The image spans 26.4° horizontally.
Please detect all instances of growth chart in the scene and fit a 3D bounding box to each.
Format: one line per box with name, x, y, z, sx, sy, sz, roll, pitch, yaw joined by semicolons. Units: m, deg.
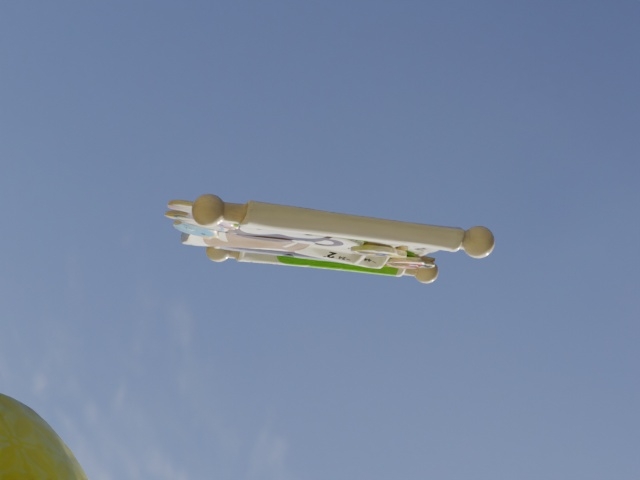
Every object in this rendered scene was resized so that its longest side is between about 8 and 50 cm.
growth chart;0.000;0.000;0.752;0.237;0.171;0.021;135;-40;-83

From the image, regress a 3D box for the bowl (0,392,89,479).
bowl;-0.207;0.240;0.731;0.156;0.289;0.290;32;-47;35
